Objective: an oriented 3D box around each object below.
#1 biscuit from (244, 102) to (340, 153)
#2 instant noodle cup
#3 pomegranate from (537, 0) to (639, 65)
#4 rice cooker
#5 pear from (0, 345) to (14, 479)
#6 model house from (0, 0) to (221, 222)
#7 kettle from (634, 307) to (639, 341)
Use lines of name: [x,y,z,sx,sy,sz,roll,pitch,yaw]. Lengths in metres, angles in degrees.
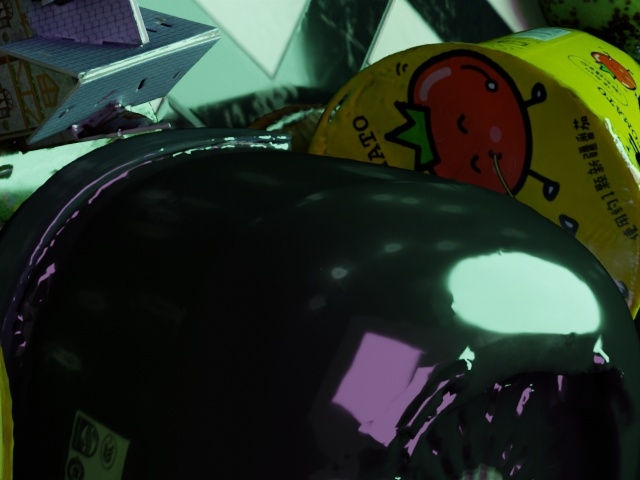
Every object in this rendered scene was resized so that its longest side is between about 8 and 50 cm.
biscuit: [-0.007,-0.009,0.793,0.206,0.025,0.126,-25,103,-48]
instant noodle cup: [0.102,-0.029,0.779,0.144,0.182,0.182,-35,111,-55]
pomegranate: [0.216,-0.187,0.965,0.138,0.163,0.125,52,31,-1]
rice cooker: [-0.011,0.084,0.601,0.267,0.224,0.267,-16,115,-38]
pear: [-0.223,0.064,0.365,0.314,0.314,0.314,8,79,-46]
model house: [-0.102,-0.099,0.657,0.117,0.088,0.167,-24,102,-45]
kettle: [0.270,-0.019,0.984,0.161,0.221,0.236,39,27,12]
